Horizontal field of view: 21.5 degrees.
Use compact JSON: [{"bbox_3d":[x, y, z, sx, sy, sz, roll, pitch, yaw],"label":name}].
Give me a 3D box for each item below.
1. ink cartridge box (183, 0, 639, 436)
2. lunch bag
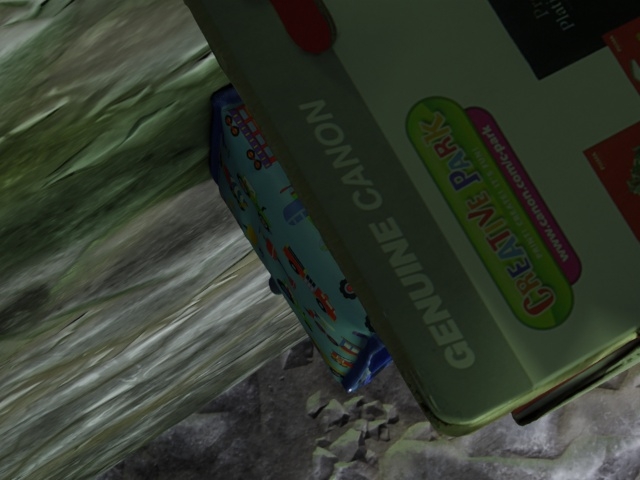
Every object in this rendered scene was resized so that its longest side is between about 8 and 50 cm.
[{"bbox_3d":[0.061,-0.109,0.587,0.272,0.309,0.130,-26,170,-19],"label":"ink cartridge box"},{"bbox_3d":[0.000,0.000,1.349,0.138,0.221,0.293,-30,172,-22],"label":"lunch bag"}]
